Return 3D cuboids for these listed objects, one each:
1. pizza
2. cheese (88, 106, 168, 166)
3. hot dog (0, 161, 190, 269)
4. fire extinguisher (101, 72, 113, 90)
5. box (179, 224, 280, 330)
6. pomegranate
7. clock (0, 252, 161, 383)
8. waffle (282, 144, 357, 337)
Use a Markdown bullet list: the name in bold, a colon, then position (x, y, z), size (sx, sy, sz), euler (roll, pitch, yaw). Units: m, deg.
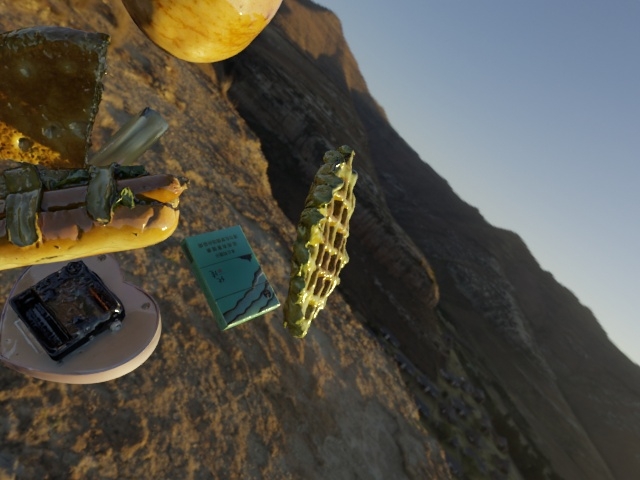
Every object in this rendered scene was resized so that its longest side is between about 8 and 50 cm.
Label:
- **pizza**: position (-0.381, -0.175, 0.644), size (0.197, 0.292, 0.058), euler (55, 11, -34)
- **cheese**: position (-0.369, -0.126, 0.817), size (0.054, 0.251, 0.127), euler (46, -17, -25)
- **hot dog**: position (-0.270, -0.031, 0.489), size (0.072, 0.269, 0.109), euler (101, -27, -55)
- **fire extinguisher**: position (-0.710, -0.413, 1.283), size (0.093, 0.294, 0.118), euler (15, -42, 52)
- **box**: position (-0.212, 0.082, 1.132), size (0.162, 0.041, 0.229), euler (-17, 74, -44)
- **pomegranate**: position (-0.158, -0.366, 0.639), size (0.248, 0.248, 0.248), euler (43, 11, -11)
- **clock**: position (-0.306, 0.090, 0.586), size (0.198, 0.064, 0.172), euler (41, 54, 20)
- **waffle**: position (0.000, 0.000, 0.846), size (0.073, 0.297, 0.317), euler (14, 37, 13)
